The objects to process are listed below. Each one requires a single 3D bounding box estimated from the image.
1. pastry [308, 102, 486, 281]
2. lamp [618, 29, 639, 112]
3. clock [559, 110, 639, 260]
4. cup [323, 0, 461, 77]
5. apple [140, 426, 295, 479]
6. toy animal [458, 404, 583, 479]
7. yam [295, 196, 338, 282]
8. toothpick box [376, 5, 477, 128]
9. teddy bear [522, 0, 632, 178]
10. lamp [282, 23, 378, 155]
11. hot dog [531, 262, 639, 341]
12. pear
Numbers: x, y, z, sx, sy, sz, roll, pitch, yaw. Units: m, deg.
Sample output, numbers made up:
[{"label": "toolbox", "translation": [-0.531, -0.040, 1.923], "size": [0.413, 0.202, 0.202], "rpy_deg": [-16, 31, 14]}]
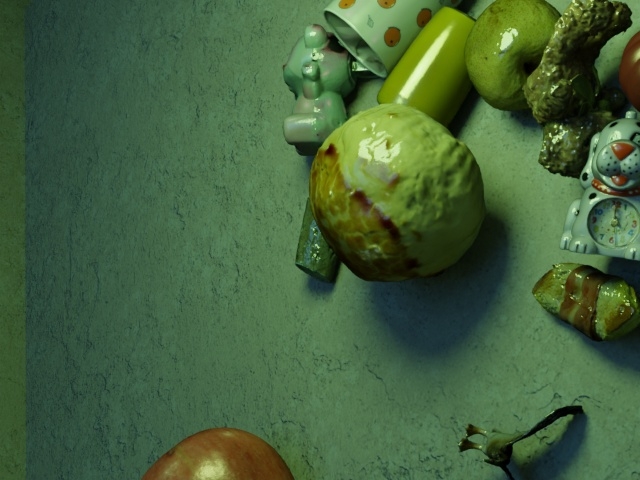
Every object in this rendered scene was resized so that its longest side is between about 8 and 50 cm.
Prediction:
[{"label": "pastry", "translation": [0.142, -0.083, 1.753], "size": [0.313, 0.388, 0.389], "rpy_deg": [-39, 38, -21]}, {"label": "lamp", "translation": [0.628, -0.297, 1.447], "size": [0.227, 0.227, 0.226], "rpy_deg": [-18, 63, 41]}, {"label": "clock", "translation": [0.522, -0.094, 1.468], "size": [0.189, 0.189, 0.253], "rpy_deg": [17, 107, 48]}, {"label": "cup", "translation": [0.190, -0.560, 1.951], "size": [0.317, 0.212, 0.212], "rpy_deg": [-45, 45, -1]}, {"label": "apple", "translation": [-0.223, 0.612, 1.908], "size": [0.364, 0.364, 0.363], "rpy_deg": [-18, 63, 41]}, {"label": "toy animal", "translation": [0.322, 0.395, 1.547], "size": [0.160, 0.197, 0.272], "rpy_deg": [21, 96, 51]}, {"label": "yam", "translation": [0.000, 0.000, 2.072], "size": [0.107, 0.107, 0.194], "rpy_deg": [6, 82, 47]}, {"label": "toothpick box", "translation": [0.263, -0.379, 1.887], "size": [0.271, 0.175, 0.175], "rpy_deg": [-57, 44, 10]}, {"label": "teddy bear", "translation": [0.491, -0.275, 1.560], "size": [0.222, 0.246, 0.296], "rpy_deg": [52, 123, 24]}, {"label": "lamp", "translation": [0.023, -0.375, 2.129], "size": [0.248, 0.247, 0.300], "rpy_deg": [0, 81, 16]}, {"label": "hot dog", "translation": [0.496, 0.111, 1.531], "size": [0.261, 0.093, 0.123], "rpy_deg": [38, 113, 62]}, {"label": "pear", "translation": [0.395, -0.386, 1.737], "size": [0.228, 0.188, 0.211], "rpy_deg": [-58, 28, 23]}]
